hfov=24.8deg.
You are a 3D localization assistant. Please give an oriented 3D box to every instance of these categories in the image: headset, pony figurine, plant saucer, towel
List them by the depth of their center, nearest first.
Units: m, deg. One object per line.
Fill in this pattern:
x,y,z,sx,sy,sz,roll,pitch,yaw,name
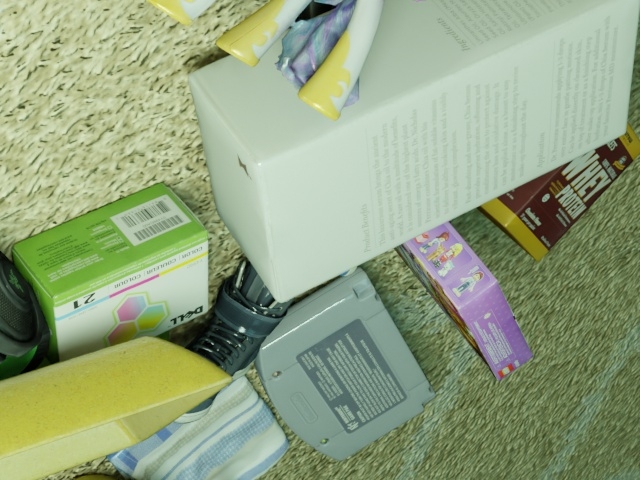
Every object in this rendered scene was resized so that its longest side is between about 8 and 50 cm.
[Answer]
0.044,-0.304,1.327,0.351,0.303,0.363,30,95,-32,pony figurine
-0.378,0.107,1.366,0.243,0.185,0.394,-22,155,-11,headset
-0.297,0.193,1.496,0.332,0.081,0.333,-16,170,-29,plant saucer
-0.156,0.277,1.932,0.209,0.034,0.285,-39,145,-9,towel

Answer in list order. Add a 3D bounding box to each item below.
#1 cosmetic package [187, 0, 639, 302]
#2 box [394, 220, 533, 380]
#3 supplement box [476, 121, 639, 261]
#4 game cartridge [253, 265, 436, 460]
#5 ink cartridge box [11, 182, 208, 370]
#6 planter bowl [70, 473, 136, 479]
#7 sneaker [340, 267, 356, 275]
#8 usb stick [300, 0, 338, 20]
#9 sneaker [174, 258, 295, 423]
0.107,-0.144,1.554,0.453,0.161,0.230,-26,143,-15,cosmetic package
0.127,0.009,1.709,0.057,0.293,0.201,-36,145,-2,box
0.253,-0.118,1.795,0.194,0.191,0.129,-47,146,3,supplement box
0.025,0.174,1.938,0.196,0.060,0.294,-34,136,-3,game cartridge
-0.224,0.086,1.605,0.188,0.097,0.255,-25,140,-26,ink cartridge box
-0.292,0.360,1.827,0.217,0.090,0.217,-27,142,-24,planter bowl
-0.001,-0.001,1.778,0.084,0.058,0.152,-27,145,-20,sneaker
0.013,-0.228,1.565,0.077,0.045,0.278,-23,141,-17,usb stick
-0.114,0.110,1.706,0.163,0.086,0.226,-58,172,28,sneaker
